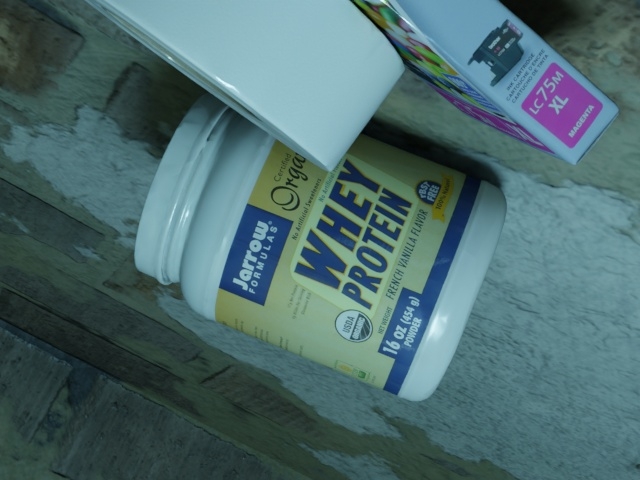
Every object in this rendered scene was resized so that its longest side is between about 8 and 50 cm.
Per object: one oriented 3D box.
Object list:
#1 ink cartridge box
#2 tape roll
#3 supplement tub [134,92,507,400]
[{"bbox_3d":[0.053,-0.177,0.806,0.311,0.065,0.186,37,-177,-26],"label":"ink cartridge box"},{"bbox_3d":[-0.079,-0.172,0.850,0.286,0.100,0.286,35,-178,-1],"label":"tape roll"},{"bbox_3d":[0.000,0.000,1.109,0.316,0.228,0.228,21,155,5],"label":"supplement tub"}]
